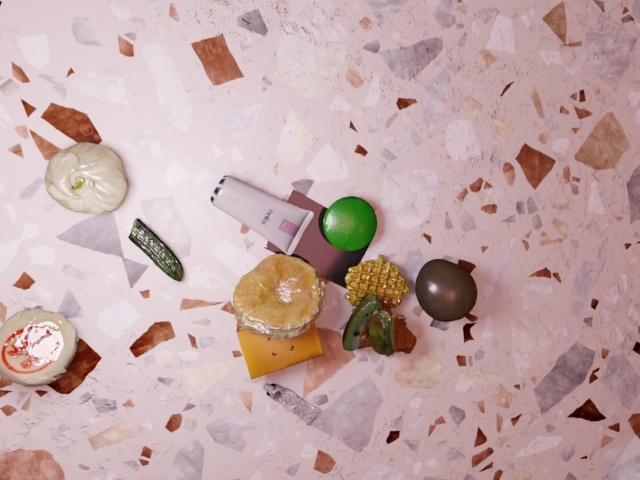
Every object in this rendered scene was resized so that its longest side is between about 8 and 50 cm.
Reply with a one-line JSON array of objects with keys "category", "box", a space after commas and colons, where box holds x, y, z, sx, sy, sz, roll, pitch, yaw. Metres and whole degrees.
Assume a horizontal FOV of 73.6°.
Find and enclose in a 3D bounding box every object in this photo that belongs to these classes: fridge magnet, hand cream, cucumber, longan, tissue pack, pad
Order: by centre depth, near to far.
[{"category": "cucumber", "box": [-0.574, 0.037, 1.507, 0.077, 0.077, 0.265, -44, 104, -3]}, {"category": "hand cream", "box": [-0.216, -0.101, 1.539, 0.359, 0.118, 0.185, 28, 89, -17]}, {"category": "tissue pack", "box": [-0.154, 0.356, 1.583, 0.274, 0.145, 0.194, -16, 101, -9]}, {"category": "fridge magnet", "box": [0.111, -0.063, 1.604, 0.208, 0.088, 0.208, -1, 97, -10]}, {"category": "pad", "box": [0.000, 0.000, 1.639, 0.367, 0.007, 0.247, 27, 91, -13]}, {"category": "longan", "box": [0.481, 0.187, 1.647, 0.248, 0.248, 0.248, -1, 97, -10]}, {"category": "hand cream", "box": [-0.122, 0.627, 1.668, 0.257, 0.050, 0.084, 37, 91, -18]}]

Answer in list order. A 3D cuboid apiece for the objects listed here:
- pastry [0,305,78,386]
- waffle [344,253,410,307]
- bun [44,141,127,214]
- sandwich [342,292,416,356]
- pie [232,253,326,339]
[{"category": "pastry", "box": [-0.941, 0.350, 1.416, 0.265, 0.133, 0.265, 8, 69, -22]}, {"category": "waffle", "box": [0.213, 0.184, 1.669, 0.243, 0.059, 0.238, -31, 103, -3]}, {"category": "bun", "box": [-0.764, -0.202, 1.398, 0.259, 0.160, 0.259, -1, 94, -9]}, {"category": "sandwich", "box": [0.241, 0.365, 1.618, 0.301, 0.162, 0.250, 24, 112, -22]}, {"category": "pie", "box": [-0.145, 0.192, 1.511, 0.339, 0.083, 0.339, -2, 55, 2]}]
